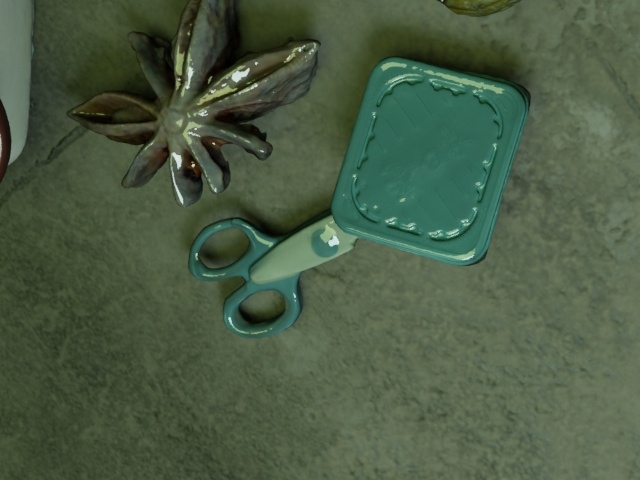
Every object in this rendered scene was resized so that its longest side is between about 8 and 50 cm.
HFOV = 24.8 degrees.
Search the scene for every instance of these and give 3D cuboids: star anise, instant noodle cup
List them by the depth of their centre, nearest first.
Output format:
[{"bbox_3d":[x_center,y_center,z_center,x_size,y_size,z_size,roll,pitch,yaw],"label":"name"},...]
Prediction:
[{"bbox_3d":[0.106,-0.074,1.376,0.157,0.070,0.179,16,88,16],"label":"instant noodle cup"},{"bbox_3d":[-0.117,-0.142,1.444,0.257,0.110,0.198,-44,74,20],"label":"star anise"}]

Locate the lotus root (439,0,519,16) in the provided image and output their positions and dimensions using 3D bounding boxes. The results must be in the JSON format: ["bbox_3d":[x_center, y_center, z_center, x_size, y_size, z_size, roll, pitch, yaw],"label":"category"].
[{"bbox_3d":[0.183,-0.306,1.255,0.278,0.154,0.154,-36,93,28],"label":"lotus root"}]

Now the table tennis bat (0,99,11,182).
[{"bbox_3d":[-0.452,-0.120,1.450,0.310,0.038,0.200,11,114,15],"label":"table tennis bat"}]

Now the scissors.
[{"bbox_3d":[0.000,0.000,1.478,0.289,0.041,0.138,-27,102,24],"label":"scissors"}]

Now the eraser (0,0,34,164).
[{"bbox_3d":[-0.419,-0.249,1.491,0.331,0.150,0.331,6,108,18],"label":"eraser"}]
